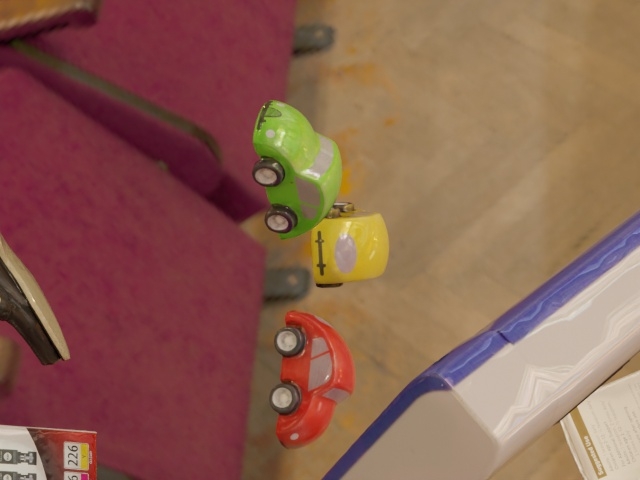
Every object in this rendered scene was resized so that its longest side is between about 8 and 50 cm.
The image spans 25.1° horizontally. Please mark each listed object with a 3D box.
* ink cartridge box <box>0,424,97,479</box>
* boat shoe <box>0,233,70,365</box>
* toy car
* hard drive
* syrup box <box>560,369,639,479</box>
[{"bbox_3d":[-0.395,0.366,1.595,0.130,0.272,0.309,-32,56,51],"label":"ink cartridge box"},{"bbox_3d":[-0.200,0.025,0.888,0.042,0.133,0.049,-33,21,-4],"label":"boat shoe"},{"bbox_3d":[0.000,0.000,1.027,0.053,0.225,0.239,-1,41,16],"label":"toy car"},{"bbox_3d":[0.115,0.038,0.610,0.319,0.210,0.040,-32,75,-37],"label":"hard drive"},{"bbox_3d":[0.331,0.146,1.249,0.237,0.093,0.096,-25,71,7],"label":"syrup box"}]
